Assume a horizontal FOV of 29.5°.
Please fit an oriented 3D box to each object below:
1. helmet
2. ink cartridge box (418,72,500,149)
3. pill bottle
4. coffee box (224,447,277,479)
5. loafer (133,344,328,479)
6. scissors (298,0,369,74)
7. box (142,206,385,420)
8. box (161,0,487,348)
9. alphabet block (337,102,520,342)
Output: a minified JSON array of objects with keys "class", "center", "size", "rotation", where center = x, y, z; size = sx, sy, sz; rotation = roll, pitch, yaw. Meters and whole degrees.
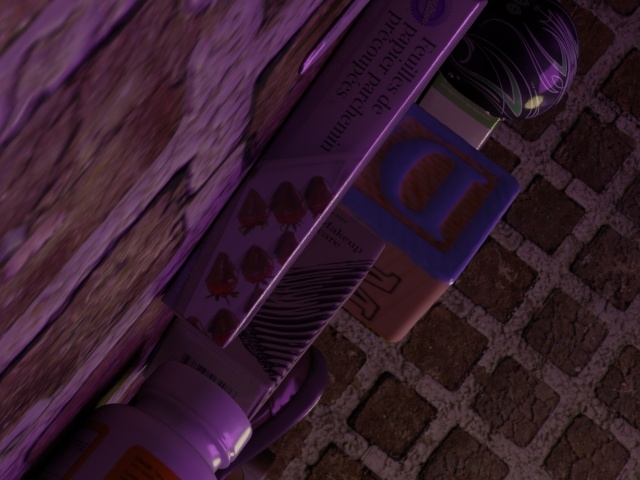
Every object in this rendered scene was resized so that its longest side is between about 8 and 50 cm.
[{"class":"helmet","center":[0.245,-0.235,1.529],"size":[0.169,0.161,0.169],"rotation":[-52,176,-4]},{"class":"ink cartridge box","center":[0.209,-0.184,1.926],"size":[0.207,0.119,0.353],"rotation":[-49,175,-45]},{"class":"pill bottle","center":[-0.167,0.221,0.991],"size":[0.246,0.136,0.136],"rotation":[-50,176,-27]},{"class":"coffee box","center":[-0.190,0.348,1.737],"size":[0.119,0.168,0.297],"rotation":[-53,177,15]},{"class":"loafer","center":[-0.165,0.208,1.277],"size":[0.366,0.130,0.134],"rotation":[-43,-151,-5]},{"class":"scissors","center":[0.082,-0.215,0.775],"size":[0.297,0.021,0.109],"rotation":[-54,178,1]},{"class":"box","center":[-0.048,0.064,1.194],"size":[0.094,0.113,0.275],"rotation":[-56,176,39]},{"class":"box","center":[0.000,-0.063,0.897],"size":[0.324,0.063,0.067],"rotation":[-53,178,19]},{"class":"alphabet block","center":[0.097,-0.023,1.518],"size":[0.192,0.193,0.197],"rotation":[-48,175,-32]}]
